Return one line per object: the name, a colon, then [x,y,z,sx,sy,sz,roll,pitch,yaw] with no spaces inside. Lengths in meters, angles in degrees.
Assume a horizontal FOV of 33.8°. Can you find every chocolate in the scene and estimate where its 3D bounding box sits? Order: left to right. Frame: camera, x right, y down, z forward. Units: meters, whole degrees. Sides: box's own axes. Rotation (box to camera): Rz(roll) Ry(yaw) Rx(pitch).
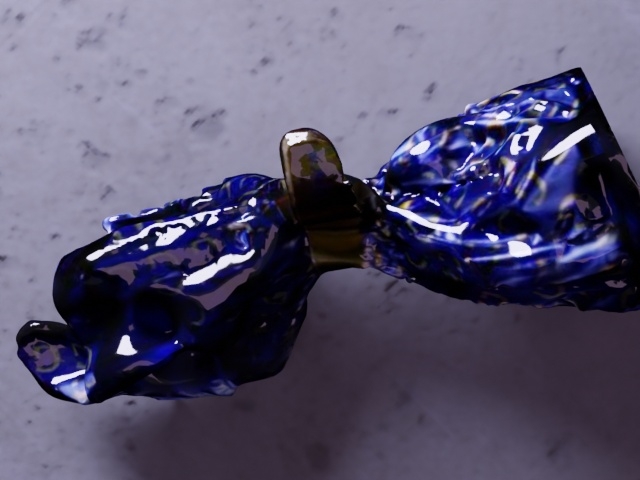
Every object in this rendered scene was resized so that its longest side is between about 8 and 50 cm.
chocolate: [-0.004,0.003,0.542,0.343,0.126,0.148,-15,135,12]
